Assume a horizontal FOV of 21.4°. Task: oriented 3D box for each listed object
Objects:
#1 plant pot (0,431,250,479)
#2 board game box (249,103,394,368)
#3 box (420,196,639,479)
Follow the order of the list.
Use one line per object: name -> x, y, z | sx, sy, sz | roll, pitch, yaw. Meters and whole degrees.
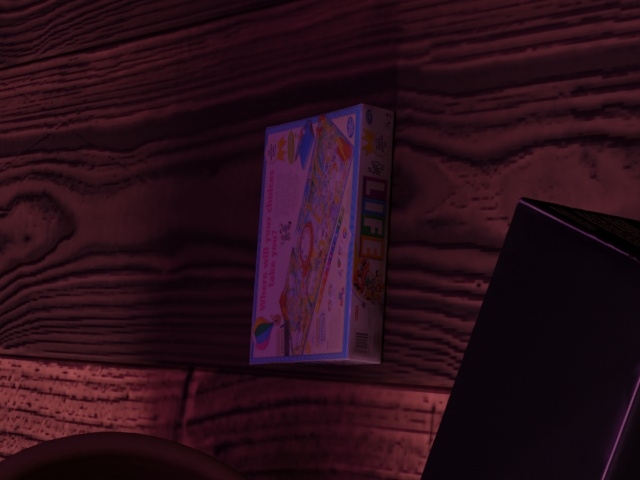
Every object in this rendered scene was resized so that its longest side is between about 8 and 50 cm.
plant pot -> -0.142, 0.274, 1.012 | 0.229, 0.263, 0.263 | 128, 138, -57
board game box -> 0.000, 0.000, 1.042 | 0.103, 0.026, 0.154 | -8, 76, 53
box -> 0.132, 0.131, 0.695 | 0.103, 0.184, 0.261 | 35, 110, 54
